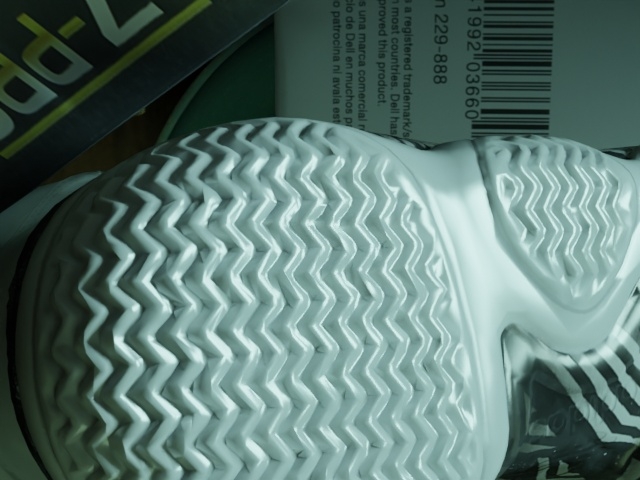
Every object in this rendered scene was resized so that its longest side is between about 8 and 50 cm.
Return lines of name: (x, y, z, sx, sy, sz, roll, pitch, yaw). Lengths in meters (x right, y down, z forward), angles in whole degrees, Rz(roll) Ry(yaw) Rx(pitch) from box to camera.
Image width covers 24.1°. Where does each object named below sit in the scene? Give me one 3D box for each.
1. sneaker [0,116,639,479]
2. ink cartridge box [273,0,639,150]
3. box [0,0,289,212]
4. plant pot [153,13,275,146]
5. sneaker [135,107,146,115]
sneaker: (0.033, 0.035, 0.505, 0.366, 0.137, 0.210, 4, 174, -38)
ink cartridge box: (0.128, -0.033, 0.623, 0.289, 0.211, 0.121, 1, -163, 3)
box: (-0.233, -0.088, 0.375, 0.395, 0.097, 0.318, -33, 124, 28)
plant pot: (0.059, -0.007, 0.799, 0.290, 0.290, 0.195, -23, -168, 9)
sneaker: (-0.128, -0.094, 0.703, 0.118, 0.067, 0.042, 5, 171, 25)
